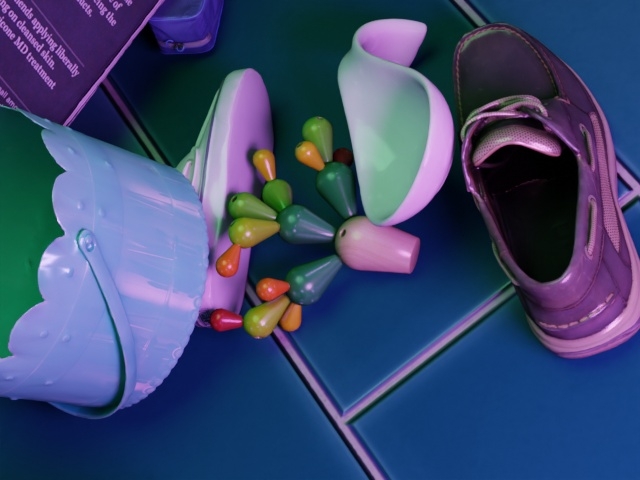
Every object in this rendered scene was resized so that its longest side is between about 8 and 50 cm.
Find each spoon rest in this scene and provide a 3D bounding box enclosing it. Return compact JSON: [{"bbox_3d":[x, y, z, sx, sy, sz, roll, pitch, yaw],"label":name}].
[{"bbox_3d":[0.064,-0.118,1.679,0.276,0.084,0.137,-95,27,-55],"label":"spoon rest"}]

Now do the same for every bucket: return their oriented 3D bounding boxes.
[{"bbox_3d":[-0.244,0.025,1.692,0.281,0.183,0.281,-24,59,46],"label":"bucket"}]

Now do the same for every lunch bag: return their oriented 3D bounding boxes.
[{"bbox_3d":[-0.139,-0.238,1.932,0.067,0.065,0.098,1,56,16],"label":"lunch bag"}]

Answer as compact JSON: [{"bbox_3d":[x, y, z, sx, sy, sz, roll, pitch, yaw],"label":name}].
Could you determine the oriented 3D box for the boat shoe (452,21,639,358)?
[{"bbox_3d":[0.189,-0.070,1.608,0.132,0.130,0.355,-26,52,11],"label":"boat shoe"}]

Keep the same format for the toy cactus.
[{"bbox_3d":[0.000,0.000,1.703,0.181,0.112,0.219,14,64,14],"label":"toy cactus"}]

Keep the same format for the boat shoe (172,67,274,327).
[{"bbox_3d":[-0.109,-0.042,1.778,0.088,0.096,0.267,-2,69,24],"label":"boat shoe"}]

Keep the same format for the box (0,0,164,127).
[{"bbox_3d":[-0.394,-0.366,1.921,0.480,0.297,0.471,21,66,38],"label":"box"}]
